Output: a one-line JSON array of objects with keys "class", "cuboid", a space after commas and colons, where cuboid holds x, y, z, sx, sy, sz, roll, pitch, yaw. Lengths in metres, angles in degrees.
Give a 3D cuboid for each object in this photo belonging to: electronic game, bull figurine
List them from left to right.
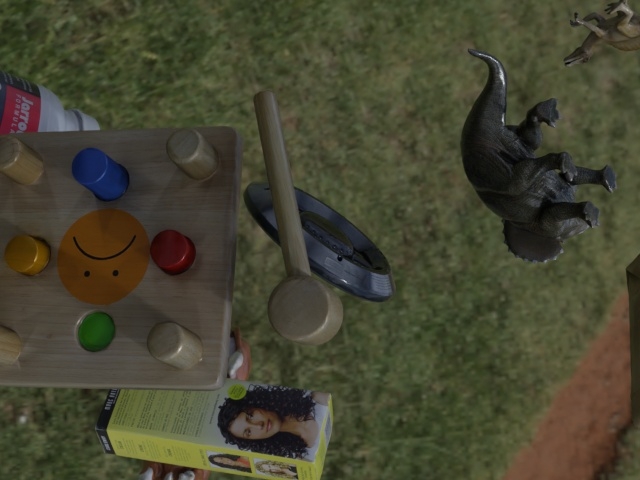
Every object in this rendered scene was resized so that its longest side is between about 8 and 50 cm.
[{"class": "bull figurine", "cuboid": [-0.169, 0.256, 1.504, 0.188, 0.101, 0.310, -40, 147, -88]}, {"class": "electronic game", "cuboid": [0.000, 0.000, 1.483, 0.229, 0.048, 0.229, 34, 14, -10]}]

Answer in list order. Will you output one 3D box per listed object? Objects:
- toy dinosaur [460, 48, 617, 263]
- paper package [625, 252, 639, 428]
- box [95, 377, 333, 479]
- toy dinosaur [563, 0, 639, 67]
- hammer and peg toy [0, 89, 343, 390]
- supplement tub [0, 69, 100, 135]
[{"class": "toy dinosaur", "cuboid": [0.227, -0.073, 1.335, 0.313, 0.160, 0.121, 43, 50, -29]}, {"class": "paper package", "cuboid": [0.421, 0.047, 0.827, 0.325, 0.309, 0.168, 16, 55, -6]}, {"class": "box", "cuboid": [-0.108, 0.190, 1.223, 0.058, 0.232, 0.087, 84, 16, -51]}, {"class": "toy dinosaur", "cuboid": [0.358, -0.253, 1.371, 0.092, 0.183, 0.053, 42, 56, -35]}, {"class": "hammer and peg toy", "cuboid": [-0.150, 0.009, 1.115, 0.127, 0.361, 0.265, 49, 42, -70]}, {"class": "supplement tub", "cuboid": [-0.403, -0.107, 1.302, 0.272, 0.191, 0.191, 20, 64, -31]}]
